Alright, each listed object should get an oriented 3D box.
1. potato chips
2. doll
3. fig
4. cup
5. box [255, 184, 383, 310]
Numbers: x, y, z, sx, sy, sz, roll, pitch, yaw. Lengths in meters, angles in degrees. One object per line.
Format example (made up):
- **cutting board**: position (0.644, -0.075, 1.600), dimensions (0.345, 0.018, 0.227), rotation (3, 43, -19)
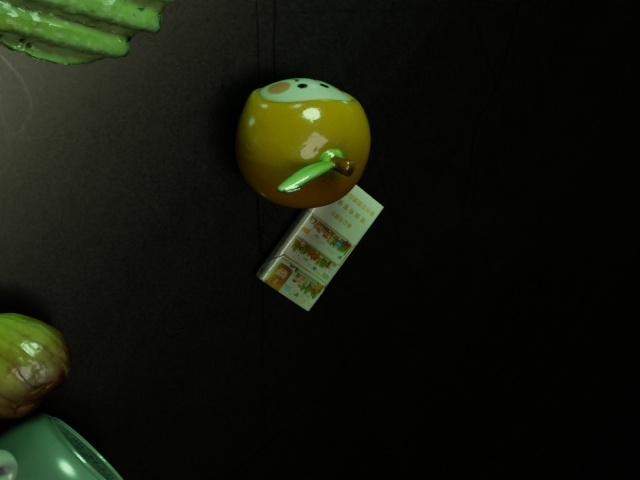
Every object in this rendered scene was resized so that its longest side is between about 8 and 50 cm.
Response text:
- **potato chips**: position (-0.370, -0.417, 1.307), dimensions (0.429, 0.070, 0.358), rotation (13, 105, -31)
- **doll**: position (-0.013, -0.132, 1.511), dimensions (0.213, 0.236, 0.213), rotation (-13, 120, -22)
- **fig**: position (-0.465, 0.160, 1.429), dimensions (0.160, 0.143, 0.231), rotation (-35, 129, 24)
- **cup**: position (-0.445, 0.393, 1.439), dimensions (0.274, 0.259, 0.356), rotation (-45, 150, -11)
- **box**: position (0.000, 0.000, 1.692), dimensions (0.122, 0.032, 0.220), rotation (36, 89, -35)
